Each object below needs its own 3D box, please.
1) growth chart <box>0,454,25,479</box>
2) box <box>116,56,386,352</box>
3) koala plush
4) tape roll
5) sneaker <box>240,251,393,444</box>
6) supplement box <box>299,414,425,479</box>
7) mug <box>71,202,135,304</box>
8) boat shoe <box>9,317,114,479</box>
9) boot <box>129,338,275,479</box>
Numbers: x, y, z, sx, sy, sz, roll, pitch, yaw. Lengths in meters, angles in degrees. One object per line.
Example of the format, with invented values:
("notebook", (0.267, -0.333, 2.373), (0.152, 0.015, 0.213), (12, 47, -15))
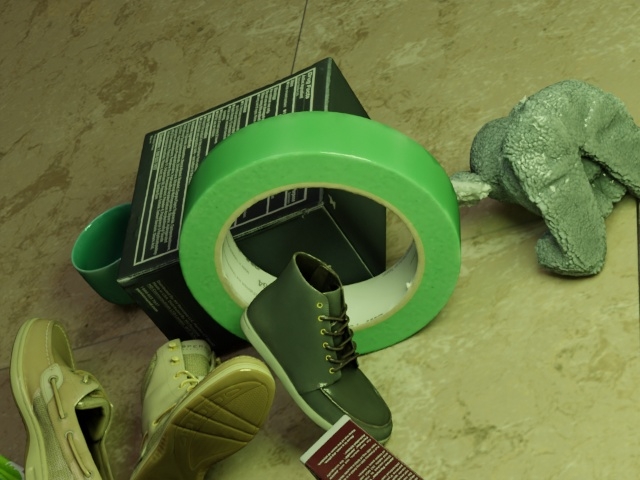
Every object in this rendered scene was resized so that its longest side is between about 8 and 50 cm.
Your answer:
("growth chart", (-0.435, 0.380, 1.931), (0.172, 0.021, 0.237), (8, 60, 45))
("box", (-0.077, -0.038, 1.977), (0.294, 0.183, 0.296), (-21, 39, 22))
("koala plush", (0.252, -0.095, 1.791), (0.196, 0.203, 0.221), (-47, 26, -16))
("tape roll", (0.000, 0.000, 1.756), (0.321, 0.321, 0.077), (-21, 39, 20))
("sneaker", (0.013, 0.123, 1.704), (0.083, 0.222, 0.118), (-29, -20, -54))
("supplement box", (0.091, 0.284, 1.532), (0.073, 0.130, 0.239), (-43, 36, -11))
("mug", (-0.255, 0.022, 2.126), (0.157, 0.097, 0.129), (-18, 40, 22))
("boat shoe", (-0.314, 0.226, 1.944), (0.110, 0.122, 0.341), (-25, 48, 8))
("boot", (-0.142, 0.179, 1.816), (0.262, 0.095, 0.203), (-53, 23, 32))
